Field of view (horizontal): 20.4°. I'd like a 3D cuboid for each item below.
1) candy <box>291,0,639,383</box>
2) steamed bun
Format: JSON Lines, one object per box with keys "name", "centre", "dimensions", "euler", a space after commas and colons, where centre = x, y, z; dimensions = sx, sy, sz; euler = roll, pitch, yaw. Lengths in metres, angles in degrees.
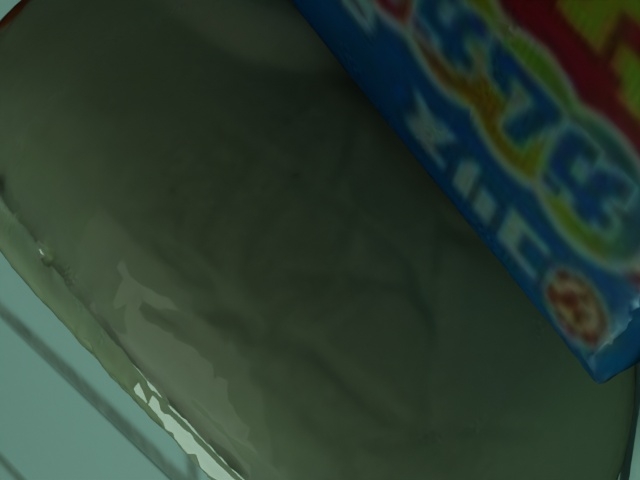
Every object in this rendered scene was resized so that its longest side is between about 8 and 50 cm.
{"name": "candy", "centre": [0.081, -0.115, 0.332], "dimensions": [0.157, 0.100, 0.306], "euler": [52, 155, 19]}
{"name": "steamed bun", "centre": [0.000, 0.000, 0.521], "dimensions": [0.228, 0.131, 0.177], "euler": [44, -177, 18]}
